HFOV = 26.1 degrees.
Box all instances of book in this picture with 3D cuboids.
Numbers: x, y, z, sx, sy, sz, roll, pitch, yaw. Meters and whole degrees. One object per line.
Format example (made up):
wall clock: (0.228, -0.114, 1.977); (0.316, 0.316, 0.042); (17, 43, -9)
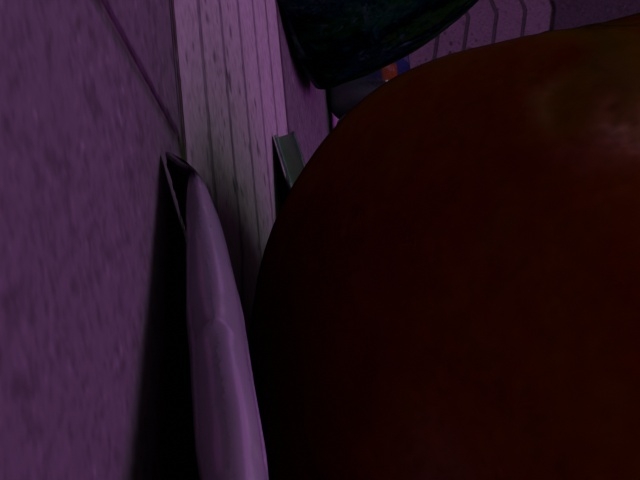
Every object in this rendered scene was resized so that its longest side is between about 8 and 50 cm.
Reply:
book: (0.000, 0.000, 0.891); (0.135, 0.017, 0.103); (72, 0, -60)

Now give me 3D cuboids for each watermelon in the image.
watermelon: (0.066, -0.287, 1.011); (0.292, 0.222, 0.319); (-38, 122, -89)

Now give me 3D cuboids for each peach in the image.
peach: (0.150, 0.084, 0.648); (0.388, 0.388, 0.388); (-6, 90, -85)

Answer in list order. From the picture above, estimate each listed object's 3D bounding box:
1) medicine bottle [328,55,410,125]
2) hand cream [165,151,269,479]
medicine bottle: (0.047, -0.147, 1.336); (0.083, 0.083, 0.203); (68, 18, -71)
hand cream: (-0.025, 0.117, 0.432); (0.336, 0.076, 0.121); (-100, -176, -48)
